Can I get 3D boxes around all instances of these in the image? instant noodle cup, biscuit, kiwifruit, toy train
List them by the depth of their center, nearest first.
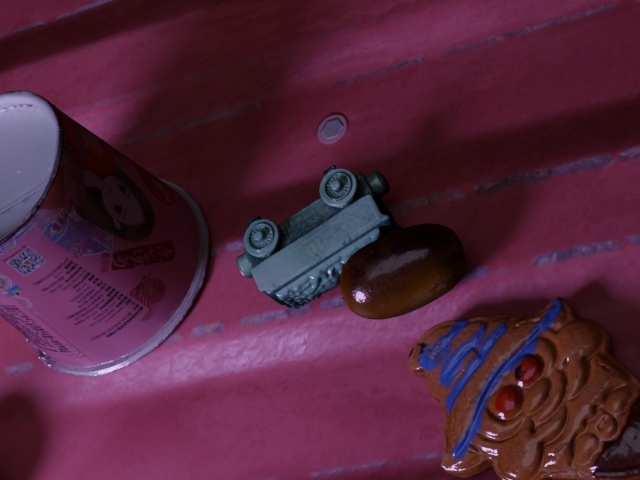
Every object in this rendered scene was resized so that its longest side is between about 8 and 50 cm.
[{"bbox_3d":[0.188,0.138,1.247,0.280,0.043,0.183,21,78,41],"label":"biscuit"},{"bbox_3d":[0.076,0.030,1.352,0.124,0.075,0.075,-26,52,12],"label":"kiwifruit"},{"bbox_3d":[0.000,0.000,1.420,0.172,0.070,0.099,-33,61,11],"label":"toy train"},{"bbox_3d":[-0.275,-0.013,1.486,0.243,0.231,0.243,-16,55,24],"label":"instant noodle cup"}]
